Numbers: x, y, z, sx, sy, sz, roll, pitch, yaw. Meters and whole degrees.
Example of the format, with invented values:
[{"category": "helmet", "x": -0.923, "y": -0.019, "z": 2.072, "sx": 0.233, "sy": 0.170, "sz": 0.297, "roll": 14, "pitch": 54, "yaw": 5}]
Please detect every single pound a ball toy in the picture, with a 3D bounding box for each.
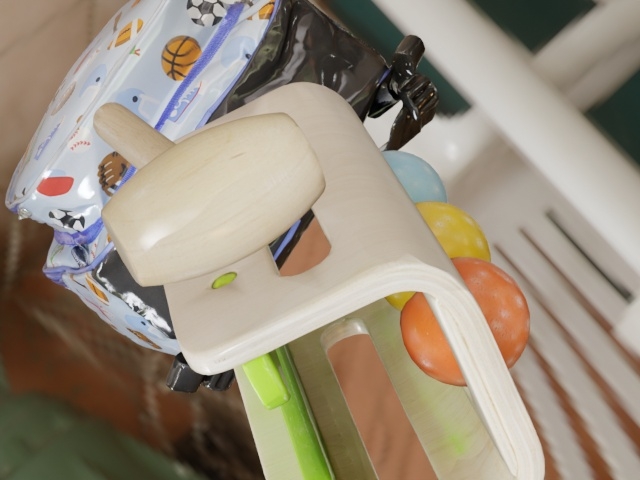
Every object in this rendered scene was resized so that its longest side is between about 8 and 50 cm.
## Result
[{"category": "pound a ball toy", "x": 0.000, "y": 0.000, "z": 0.823, "sx": 0.136, "sy": 0.208, "sz": 0.319, "roll": -25, "pitch": -160, "yaw": -1}]

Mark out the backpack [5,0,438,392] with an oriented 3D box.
[{"category": "backpack", "x": -0.093, "y": -0.045, "z": 1.319, "sx": 0.276, "sy": 0.213, "sz": 0.263, "roll": -53, "pitch": -175, "yaw": -15}]
